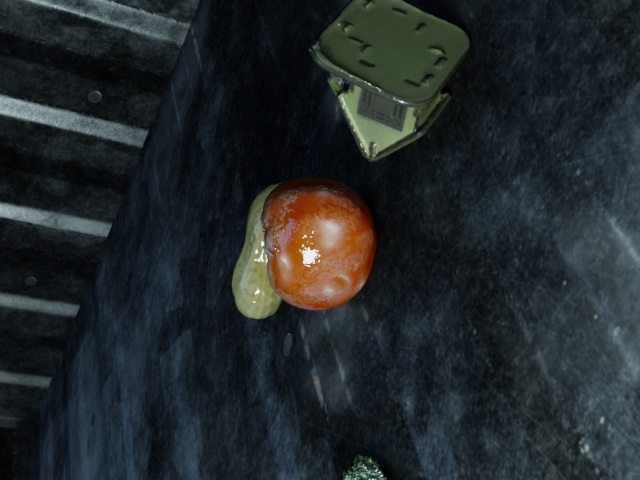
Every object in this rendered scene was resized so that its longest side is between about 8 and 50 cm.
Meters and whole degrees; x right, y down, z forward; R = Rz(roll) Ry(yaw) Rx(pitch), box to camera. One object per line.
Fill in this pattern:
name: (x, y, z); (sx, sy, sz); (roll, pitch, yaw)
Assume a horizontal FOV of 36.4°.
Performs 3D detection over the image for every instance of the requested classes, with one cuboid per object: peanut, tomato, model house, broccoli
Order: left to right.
peanut: (-0.105, 0.019, 1.930); (0.125, 0.111, 0.275); (-173, 98, -80)
tomato: (0.000, 0.004, 1.613); (0.232, 0.188, 0.232); (-6, -90, -87)
broccoli: (0.048, 0.411, 1.463); (0.122, 0.118, 0.204); (52, 150, 22)
model house: (0.088, -0.207, 1.539); (0.218, 0.204, 0.279); (-51, -17, -39)
